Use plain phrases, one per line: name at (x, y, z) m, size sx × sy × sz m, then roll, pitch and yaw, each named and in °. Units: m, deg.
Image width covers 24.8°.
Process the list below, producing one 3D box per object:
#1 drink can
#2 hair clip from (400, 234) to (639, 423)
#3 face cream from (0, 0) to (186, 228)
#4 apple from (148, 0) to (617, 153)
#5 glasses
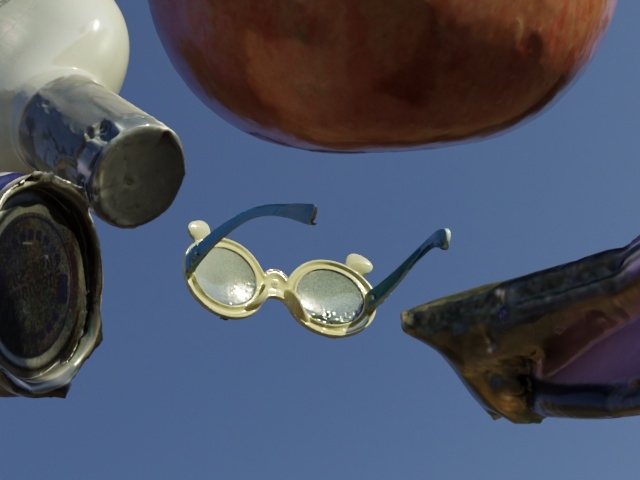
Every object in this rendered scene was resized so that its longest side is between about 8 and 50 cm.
drink can at (-0.216, 0.017, 0.633) m, size 0.235 × 0.097 × 0.097 m, roll 0°, pitch -35°, yaw 22°
hair clip at (0.160, 0.016, 0.676) m, size 0.110 × 0.096 × 0.358 m, roll -40°, pitch 5°, yaw -36°
face cream at (-0.171, -0.089, 0.758) m, size 0.144 × 0.291 × 0.071 m, roll -48°, pitch -43°, yaw -11°
apple at (0.044, -0.208, 0.967) m, size 0.344 × 0.345 × 0.269 m, roll -8°, pitch -73°, yaw -24°
glasses at (-0.003, 0.029, 1.227) m, size 0.189 × 0.088 × 0.220 m, roll 13°, pitch -11°, yaw -21°
